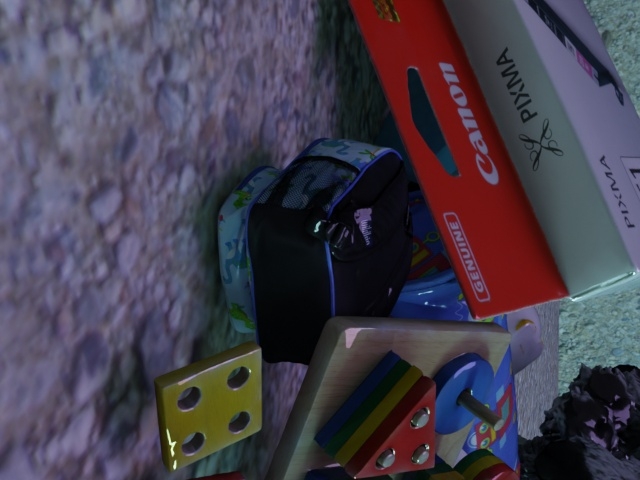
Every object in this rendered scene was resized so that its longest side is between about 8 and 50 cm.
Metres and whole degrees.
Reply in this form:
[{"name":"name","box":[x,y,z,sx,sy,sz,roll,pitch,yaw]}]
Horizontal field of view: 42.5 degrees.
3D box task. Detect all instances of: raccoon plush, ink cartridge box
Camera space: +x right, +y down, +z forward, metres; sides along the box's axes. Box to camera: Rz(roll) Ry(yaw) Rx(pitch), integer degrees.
[{"name":"raccoon plush","box":[0.279,0.333,0.778,0.216,0.446,0.299,-17,148,-43]},{"name":"ink cartridge box","box":[0.143,-0.093,0.574,0.239,0.060,0.275,-5,70,-48]}]

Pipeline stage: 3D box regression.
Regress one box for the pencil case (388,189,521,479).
[{"name":"pencil case","box":[0.085,0.109,0.636,0.119,0.133,0.306,-37,130,-32]}]

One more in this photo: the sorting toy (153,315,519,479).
[{"name":"sorting toy","box":[0.035,0.107,0.410,0.274,0.046,0.132,8,109,-42]}]

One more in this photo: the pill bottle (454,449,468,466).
[{"name":"pill bottle","box":[0.033,0.218,0.525,0.186,0.112,0.112,-64,150,-46]}]

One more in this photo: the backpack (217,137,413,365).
[{"name":"backpack","box":[0.000,0.000,0.440,0.114,0.084,0.105,-49,142,-48]}]

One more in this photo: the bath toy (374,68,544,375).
[{"name":"bath toy","box":[0.142,-0.007,0.778,0.151,0.129,0.348,-31,135,-10]}]
